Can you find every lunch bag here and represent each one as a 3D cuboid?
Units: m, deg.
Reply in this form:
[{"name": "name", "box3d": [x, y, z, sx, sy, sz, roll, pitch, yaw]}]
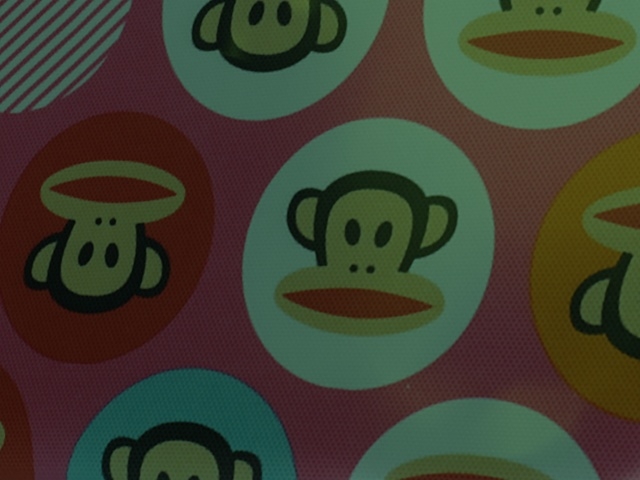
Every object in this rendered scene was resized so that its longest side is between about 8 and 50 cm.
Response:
[{"name": "lunch bag", "box3d": [0.000, 0.000, 0.454, 0.293, 0.120, 0.258, 5, 75, 25]}]
